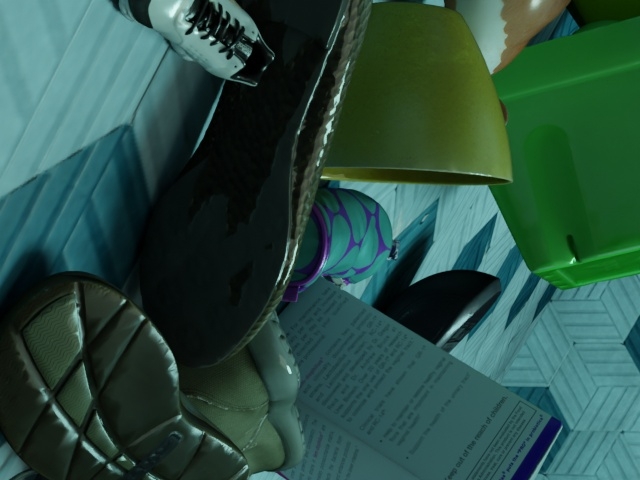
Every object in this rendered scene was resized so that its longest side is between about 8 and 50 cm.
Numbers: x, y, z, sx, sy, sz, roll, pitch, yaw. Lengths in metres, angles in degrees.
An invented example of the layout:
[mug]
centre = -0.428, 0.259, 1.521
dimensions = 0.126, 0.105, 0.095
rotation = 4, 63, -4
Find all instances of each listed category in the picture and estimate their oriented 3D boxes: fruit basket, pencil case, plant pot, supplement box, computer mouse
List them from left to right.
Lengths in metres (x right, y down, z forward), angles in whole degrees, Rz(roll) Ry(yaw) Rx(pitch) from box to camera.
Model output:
[pencil case]
centre = 0.000, 0.000, 0.828
dimensions = 0.151, 0.064, 0.070
rotation = -2, 94, -71
[computer mouse]
centre = 0.063, 0.119, 1.253
dimensions = 0.272, 0.072, 0.188
rotation = -47, 167, 2
[supplement box]
centre = 0.049, 0.143, 0.959
dimensions = 0.114, 0.220, 0.111
rotation = -48, 162, -37
[plant pot]
centre = 0.045, -0.083, 0.738
dimensions = 0.134, 0.134, 0.095
rotation = 7, 86, -73
[fruit basket]
centre = 0.253, -0.159, 1.101
dimensions = 0.392, 0.282, 0.392
rotation = -13, 90, -76

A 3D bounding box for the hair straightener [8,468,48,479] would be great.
[hair straightener]
centre = -0.181, 0.216, 0.703
dimensions = 0.089, 0.047, 0.230
rotation = -30, 148, -61

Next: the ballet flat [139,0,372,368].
[ballet flat]
centre = -0.027, -0.048, 0.643
dimensions = 0.058, 0.084, 0.250
rotation = -26, 138, -61

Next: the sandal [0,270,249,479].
[sandal]
centre = -0.103, 0.084, 0.655
dimensions = 0.090, 0.060, 0.219
rotation = -41, 142, -4

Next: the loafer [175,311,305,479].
[loafer]
centre = -0.064, 0.095, 0.805
dimensions = 0.087, 0.094, 0.251
rotation = -20, 156, -9

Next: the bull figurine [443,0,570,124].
[bull figurine]
centre = 0.124, -0.207, 0.769
dimensions = 0.188, 0.101, 0.310
rotation = -56, 168, -25

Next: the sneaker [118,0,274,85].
[sneaker]
centre = -0.049, -0.096, 0.545
dimensions = 0.040, 0.043, 0.109
rotation = -58, 163, 3
